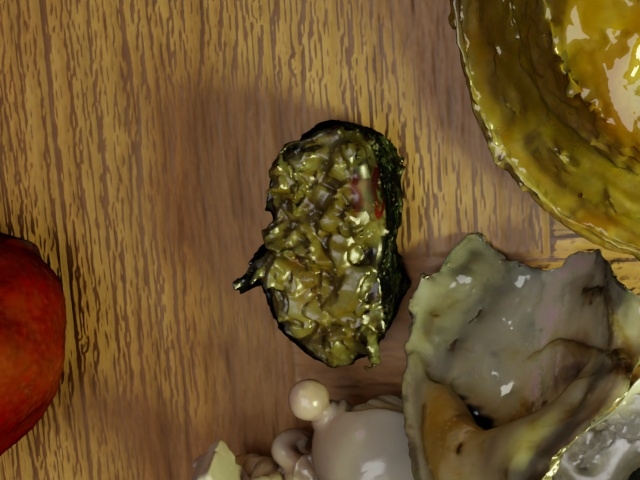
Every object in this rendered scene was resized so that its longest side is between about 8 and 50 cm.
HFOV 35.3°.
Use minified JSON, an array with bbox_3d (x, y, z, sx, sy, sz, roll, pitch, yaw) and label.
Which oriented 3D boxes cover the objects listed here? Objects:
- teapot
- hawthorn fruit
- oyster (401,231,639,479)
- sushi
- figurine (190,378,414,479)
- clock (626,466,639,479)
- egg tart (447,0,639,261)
[{"bbox_3d":[0.243,0.201,0.850,0.145,0.092,0.226,21,107,18],"label":"teapot"},{"bbox_3d":[-0.397,0.129,0.998,0.265,0.265,0.307,38,132,10],"label":"hawthorn fruit"},{"bbox_3d":[0.158,0.125,0.806,0.100,0.275,0.271,32,96,-33],"label":"oyster"},{"bbox_3d":[0.000,0.000,0.892,0.147,0.115,0.213,7,103,18],"label":"sushi"},{"bbox_3d":[0.015,0.211,0.912,0.256,0.144,0.182,-26,86,19],"label":"figurine"},{"bbox_3d":[0.322,0.240,0.797,0.214,0.042,0.215,-4,113,-10],"label":"clock"},{"bbox_3d":[0.294,-0.179,0.718,0.443,0.178,0.443,4,102,21],"label":"egg tart"}]
